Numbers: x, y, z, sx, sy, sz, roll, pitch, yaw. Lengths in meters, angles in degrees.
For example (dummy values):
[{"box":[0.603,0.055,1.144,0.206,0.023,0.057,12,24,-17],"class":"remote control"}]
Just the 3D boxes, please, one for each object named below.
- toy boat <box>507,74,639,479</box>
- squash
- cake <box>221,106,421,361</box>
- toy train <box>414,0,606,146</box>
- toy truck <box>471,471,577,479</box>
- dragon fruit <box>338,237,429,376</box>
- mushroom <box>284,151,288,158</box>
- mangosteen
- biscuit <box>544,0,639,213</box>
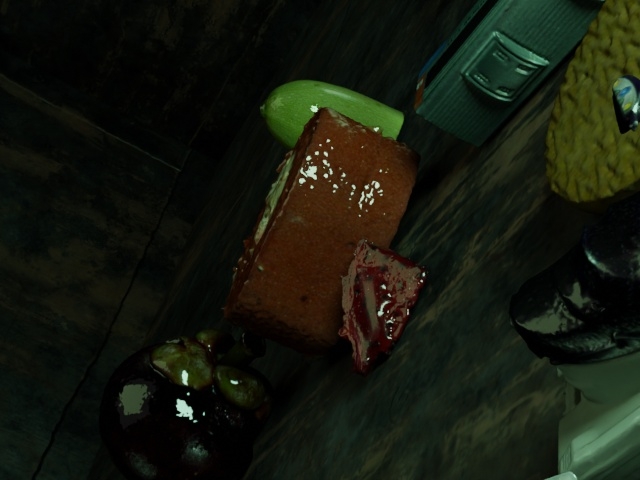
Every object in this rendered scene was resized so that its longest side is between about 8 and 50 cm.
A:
[{"box":[0.176,-0.005,0.458,0.140,0.141,0.269,-78,5,-50],"class":"toy boat"},{"box":[0.008,-0.155,1.358,0.123,0.187,0.123,-159,90,-81],"class":"squash"},{"box":[0.000,0.000,1.122,0.283,0.151,0.177,-60,14,18],"class":"cake"},{"box":[0.221,-0.234,0.855,0.409,0.086,0.089,-49,19,47],"class":"toy train"},{"box":[0.063,0.202,0.514,0.286,0.111,0.136,-37,58,45],"class":"toy truck"},{"box":[0.046,0.064,0.996,0.131,0.063,0.097,-64,12,-6],"class":"dragon fruit"},{"box":[-0.022,-0.100,1.574,0.127,0.087,0.127,-61,8,15],"class":"mushroom"},{"box":[-0.152,0.200,1.247,0.250,0.211,0.211,-49,15,10],"class":"mangosteen"},{"box":[0.239,-0.131,0.675,0.262,0.037,0.262,-57,13,22],"class":"biscuit"}]
